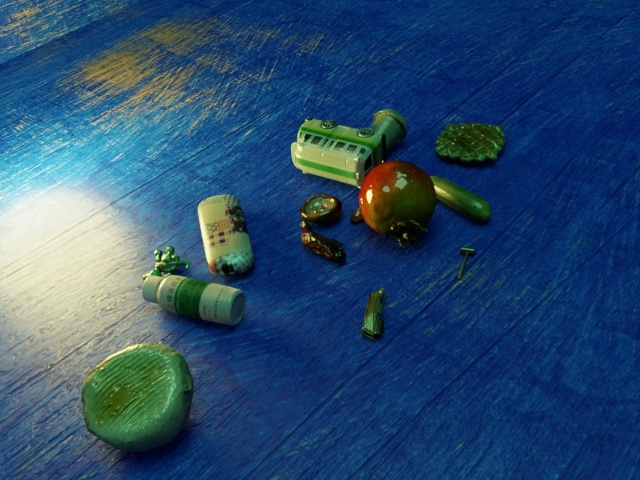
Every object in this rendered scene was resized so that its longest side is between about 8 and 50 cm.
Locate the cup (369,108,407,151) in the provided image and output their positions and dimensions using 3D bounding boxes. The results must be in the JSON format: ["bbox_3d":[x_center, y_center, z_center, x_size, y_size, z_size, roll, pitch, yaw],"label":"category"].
[{"bbox_3d":[0.195,-0.326,2.224,0.120,0.120,0.141,19,57,28],"label":"cup"}]

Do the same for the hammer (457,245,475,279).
[{"bbox_3d":[0.364,0.059,1.820,0.035,0.019,0.110,9,49,20],"label":"hammer"}]

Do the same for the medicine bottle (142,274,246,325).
[{"bbox_3d":[-0.317,0.143,1.781,0.260,0.095,0.095,9,44,22],"label":"medicine bottle"}]

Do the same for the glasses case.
[{"bbox_3d":[-0.264,-0.020,1.971,0.125,0.076,0.327,-12,40,-8],"label":"glasses case"}]

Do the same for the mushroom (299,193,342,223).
[{"bbox_3d":[0.001,-0.086,2.020,0.123,0.052,0.123,-9,34,6],"label":"mushroom"}]

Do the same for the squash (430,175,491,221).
[{"bbox_3d":[0.379,-0.117,1.983,0.066,0.066,0.229,-31,44,-24],"label":"squash"}]

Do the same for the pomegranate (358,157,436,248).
[{"bbox_3d":[0.208,-0.099,1.888,0.210,0.210,0.235,-17,66,-10],"label":"pomegranate"}]

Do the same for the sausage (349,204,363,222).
[{"bbox_3d":[0.132,-0.103,2.032,0.036,0.042,0.158,41,54,-3],"label":"sausage"}]

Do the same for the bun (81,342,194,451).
[{"bbox_3d":[-0.380,0.334,1.529,0.243,0.153,0.244,-3,61,5],"label":"bun"}]

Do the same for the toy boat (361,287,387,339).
[{"bbox_3d":[0.131,0.172,1.705,0.049,0.047,0.149,12,46,3],"label":"toy boat"}]

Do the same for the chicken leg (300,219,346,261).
[{"bbox_3d":[-0.004,0.001,1.925,0.093,0.053,0.205,-15,42,-44],"label":"chicken leg"}]

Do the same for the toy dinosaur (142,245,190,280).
[{"bbox_3d":[-0.409,0.072,1.915,0.132,0.059,0.096,-10,48,11],"label":"toy dinosaur"}]

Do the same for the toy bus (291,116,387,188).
[{"bbox_3d":[0.048,-0.263,2.154,0.276,0.134,0.165,17,46,27],"label":"toy bus"}]

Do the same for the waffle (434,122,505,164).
[{"bbox_3d":[0.457,-0.301,2.188,0.214,0.054,0.208,4,45,23],"label":"waffle"}]
